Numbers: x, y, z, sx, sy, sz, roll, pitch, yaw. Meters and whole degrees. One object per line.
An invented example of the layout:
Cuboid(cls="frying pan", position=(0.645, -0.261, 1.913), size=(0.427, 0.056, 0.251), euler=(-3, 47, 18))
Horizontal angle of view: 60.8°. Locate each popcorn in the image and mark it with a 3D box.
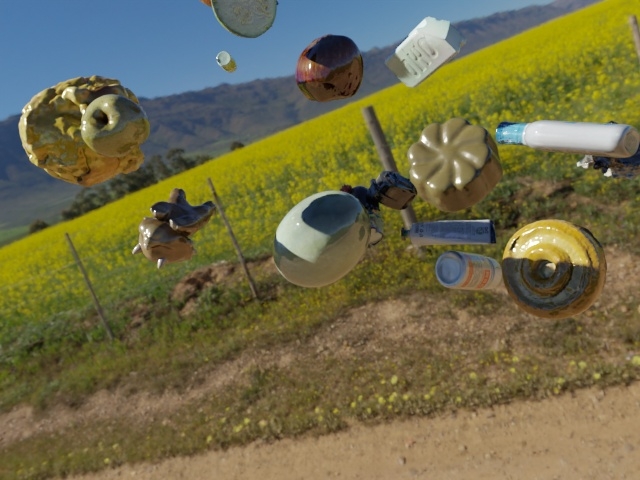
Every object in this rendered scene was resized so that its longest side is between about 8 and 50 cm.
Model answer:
Cuboid(cls="popcorn", position=(-0.784, -0.369, 1.844), size=(0.390, 0.344, 0.354), euler=(-16, 28, 5))

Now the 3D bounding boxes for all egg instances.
Cuboid(cls="egg", position=(0.000, 0.000, 1.605), size=(0.352, 0.258, 0.258), euler=(-41, -3, 36))

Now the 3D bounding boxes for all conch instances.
Cuboid(cls="conch", position=(1.030, -0.287, 1.889), size=(0.313, 0.186, 0.240), euler=(5, 34, -44))

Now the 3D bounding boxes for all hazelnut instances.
Cuboid(cls="hazelnut", position=(0.022, -0.550, 1.747), size=(0.234, 0.218, 0.218), euler=(5, 23, 29))

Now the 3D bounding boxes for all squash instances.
Cuboid(cls="squash", position=(-0.209, -0.676, 1.560), size=(0.189, 0.189, 0.260), euler=(-21, 20, 1))

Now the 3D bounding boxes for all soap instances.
Cuboid(cls="soap", position=(0.400, -0.730, 2.114), size=(0.095, 0.173, 0.289), euler=(-56, 14, -28))

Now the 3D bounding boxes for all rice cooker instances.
Cuboid(cls="rice cooker", position=(0.246, -0.170, 1.836), size=(0.106, 0.165, 0.112), euler=(-50, 39, 25))

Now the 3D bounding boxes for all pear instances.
Cuboid(cls="pear", position=(-0.536, -0.295, 1.422), size=(0.167, 0.167, 0.136), euler=(-21, -10, -2))

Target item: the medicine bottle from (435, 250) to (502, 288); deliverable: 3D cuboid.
Cuboid(cls="medicine bottle", position=(0.559, 0.114, 2.046), size=(0.252, 0.144, 0.144), euler=(5, -9, -41))

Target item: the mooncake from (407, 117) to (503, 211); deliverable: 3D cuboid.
Cuboid(cls="mooncake", position=(0.539, -0.313, 2.227), size=(0.378, 0.201, 0.378), euler=(-15, 56, 24))

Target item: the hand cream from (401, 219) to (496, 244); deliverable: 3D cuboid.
Cuboid(cls="hand cream", position=(0.463, -0.027, 1.986), size=(0.336, 0.076, 0.121), euler=(-2, 47, 18))

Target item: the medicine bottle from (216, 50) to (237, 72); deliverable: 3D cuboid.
Cuboid(cls="medicine bottle", position=(-0.293, -0.560, 1.719), size=(0.047, 0.047, 0.083), euler=(-20, -3, 7))

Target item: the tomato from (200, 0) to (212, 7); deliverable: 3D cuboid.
Cuboid(cls="tomato", position=(-0.374, -1.047, 2.214), size=(0.222, 0.270, 0.270), euler=(-55, -9, 33))

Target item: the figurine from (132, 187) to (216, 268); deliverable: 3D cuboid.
Cuboid(cls="figurine", position=(-0.424, -0.022, 1.567), size=(0.247, 0.177, 0.173), euler=(-86, 20, -63))

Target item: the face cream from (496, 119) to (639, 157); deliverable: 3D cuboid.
Cuboid(cls="face cream", position=(0.621, -0.267, 1.408), size=(0.337, 0.080, 0.163), euler=(16, 13, 43))

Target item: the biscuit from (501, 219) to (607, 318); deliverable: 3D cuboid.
Cuboid(cls="biscuit", position=(0.662, 0.082, 1.576), size=(0.102, 0.296, 0.296), euler=(3, -9, -45))

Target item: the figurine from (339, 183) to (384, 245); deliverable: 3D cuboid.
Cuboid(cls="figurine", position=(0.148, -0.097, 1.857), size=(0.110, 0.138, 0.245), euler=(-42, 36, 21))
